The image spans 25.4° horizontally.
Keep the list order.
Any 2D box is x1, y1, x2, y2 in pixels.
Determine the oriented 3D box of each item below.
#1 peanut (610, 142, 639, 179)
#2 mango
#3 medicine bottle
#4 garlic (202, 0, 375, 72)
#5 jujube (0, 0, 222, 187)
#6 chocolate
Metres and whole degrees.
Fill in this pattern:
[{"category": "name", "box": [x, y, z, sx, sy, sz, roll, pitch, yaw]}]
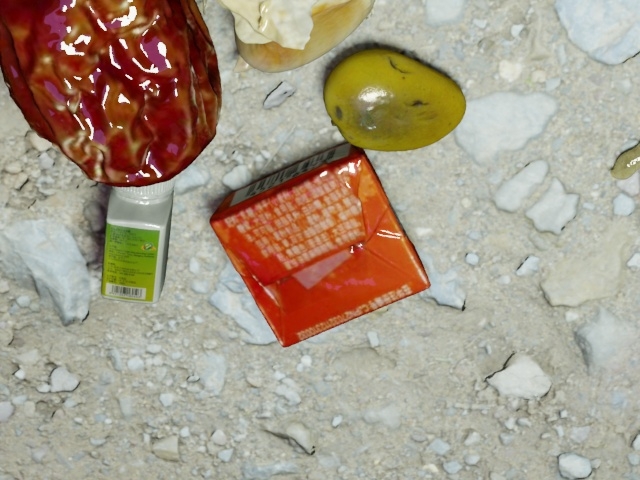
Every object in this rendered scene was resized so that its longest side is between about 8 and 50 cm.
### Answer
[{"category": "peanut", "box": [0.435, -0.113, 1.957, 0.083, 0.037, 0.037, -32, 115, 23]}, {"category": "mango", "box": [0.100, -0.183, 1.883, 0.195, 0.098, 0.137, 3, 115, -7]}, {"category": "medicine bottle", "box": [-0.248, -0.025, 1.950, 0.088, 0.132, 0.188, 7, 118, -3]}, {"category": "garlic", "box": [-0.071, -0.321, 1.717, 0.286, 0.313, 0.249, 17, 96, 1]}, {"category": "jujube", "box": [-0.272, -0.251, 1.748, 0.276, 0.276, 0.377, -12, 121, 6]}, {"category": "chocolate", "box": [0.000, 0.000, 1.980, 0.237, 0.108, 0.235, -25, 116, 12]}]
